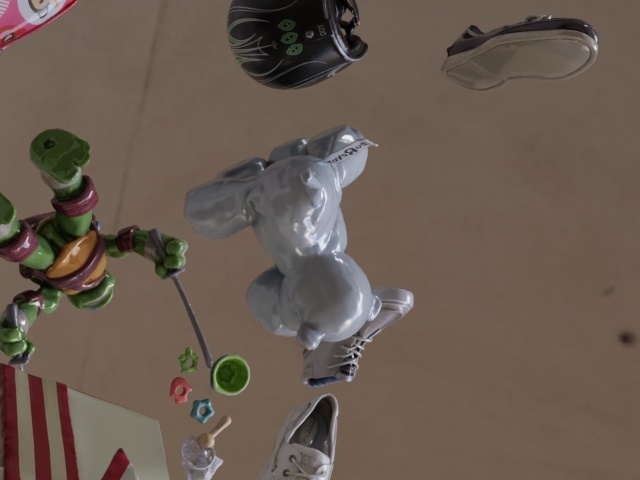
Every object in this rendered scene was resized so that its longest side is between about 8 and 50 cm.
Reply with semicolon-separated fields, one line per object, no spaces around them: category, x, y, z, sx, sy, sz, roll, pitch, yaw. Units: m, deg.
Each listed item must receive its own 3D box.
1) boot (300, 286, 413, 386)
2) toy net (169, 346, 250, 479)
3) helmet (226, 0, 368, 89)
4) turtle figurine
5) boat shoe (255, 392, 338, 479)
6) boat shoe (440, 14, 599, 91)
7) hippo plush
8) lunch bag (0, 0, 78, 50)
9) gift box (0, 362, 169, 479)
boot;0.054;0.157;1.975;0.258;0.095;0.123;-29;-128;55
toy net;-0.196;0.299;2.137;0.045;0.122;0.232;3;-98;60
helmet;-0.038;-0.265;1.600;0.169;0.162;0.169;35;50;-57
turtle figurine;-0.236;0.038;1.292;0.266;0.198;0.274;70;11;-55
boat shoe;-0.031;0.333;1.881;0.096;0.098;0.277;-52;-163;42
boat shoe;0.185;-0.187;1.189;0.206;0.075;0.065;-4;-120;63
hippo plush;0.000;0.000;1.612;0.294;0.234;0.236;-8;-72;47
lunch bag;-0.349;-0.340;1.283;0.258;0.120;0.293;-39;137;-29
gift box;-0.245;0.217;0.905;0.258;0.255;0.276;-122;-129;-68
